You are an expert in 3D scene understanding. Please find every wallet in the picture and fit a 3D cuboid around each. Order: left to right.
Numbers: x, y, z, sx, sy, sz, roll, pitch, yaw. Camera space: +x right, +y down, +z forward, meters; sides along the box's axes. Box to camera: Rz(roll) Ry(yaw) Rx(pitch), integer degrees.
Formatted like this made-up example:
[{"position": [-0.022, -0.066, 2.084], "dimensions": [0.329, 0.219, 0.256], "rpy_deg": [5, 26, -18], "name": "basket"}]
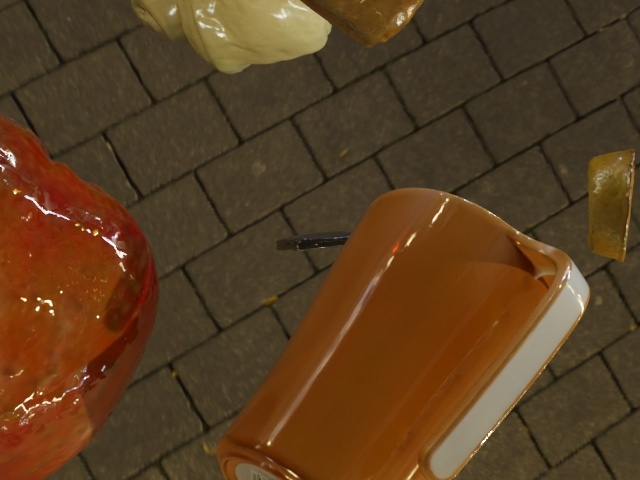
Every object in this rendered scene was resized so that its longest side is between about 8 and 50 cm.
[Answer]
[{"position": [0.000, -0.001, 1.370], "dimensions": [0.124, 0.244, 0.025], "rpy_deg": [-6, 90, -10], "name": "wallet"}]

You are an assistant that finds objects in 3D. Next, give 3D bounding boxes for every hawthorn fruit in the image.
[{"position": [-0.263, 0.056, 0.603], "dimensions": [0.275, 0.275, 0.299], "rpy_deg": [29, 95, -6], "name": "hawthorn fruit"}]

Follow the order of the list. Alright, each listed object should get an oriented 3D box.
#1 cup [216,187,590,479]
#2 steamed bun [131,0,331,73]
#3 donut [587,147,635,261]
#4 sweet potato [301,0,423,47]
[{"position": [0.065, 0.093, 0.596], "dimensions": [0.182, 0.226, 0.264], "rpy_deg": [51, 58, -16], "name": "cup"}, {"position": [-0.141, -0.367, 1.101], "dimensions": [0.352, 0.339, 0.247], "rpy_deg": [37, 105, -12], "name": "steamed bun"}, {"position": [0.275, -0.037, 0.786], "dimensions": [0.043, 0.097, 0.108], "rpy_deg": [2, 59, 18], "name": "donut"}, {"position": [-0.084, -0.209, 0.229], "dimensions": [0.385, 0.109, 0.109], "rpy_deg": [36, 79, -36], "name": "sweet potato"}]
